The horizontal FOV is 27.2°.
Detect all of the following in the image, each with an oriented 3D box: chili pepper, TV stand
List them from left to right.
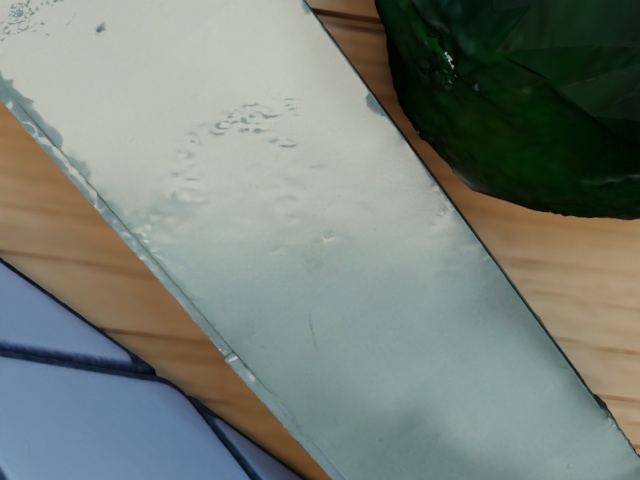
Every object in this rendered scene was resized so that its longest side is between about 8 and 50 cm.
[{"bbox_3d":[0.000,0.000,0.430,0.088,0.083,0.269,-36,109,6],"label":"TV stand"},{"bbox_3d":[0.064,-0.112,0.375,0.148,0.116,0.264,-17,110,6],"label":"chili pepper"}]

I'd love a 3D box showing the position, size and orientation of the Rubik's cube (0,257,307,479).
[{"bbox_3d":[-0.109,0.155,0.410,0.207,0.205,0.205,40,102,-16],"label":"Rubik's cube"}]
